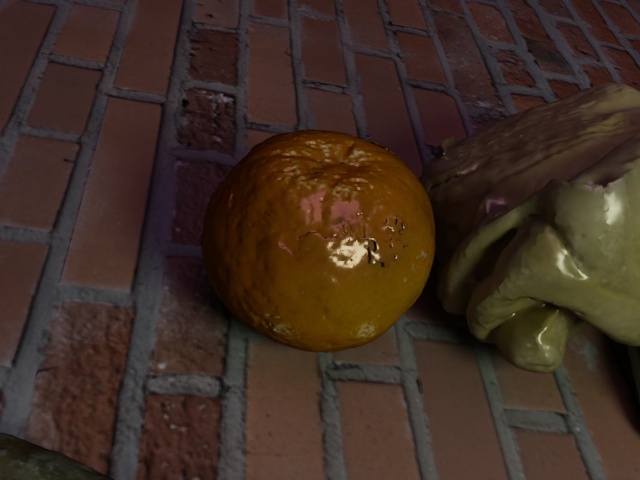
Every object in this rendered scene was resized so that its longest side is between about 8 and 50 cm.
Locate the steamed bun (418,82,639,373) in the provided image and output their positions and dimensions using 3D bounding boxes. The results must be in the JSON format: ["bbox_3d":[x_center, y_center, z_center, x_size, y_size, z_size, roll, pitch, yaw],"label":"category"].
[{"bbox_3d":[0.264,-0.017,0.773,0.324,0.230,0.372,-22,17,3],"label":"steamed bun"}]

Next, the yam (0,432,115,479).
[{"bbox_3d":[-0.131,0.222,0.466,0.330,0.133,0.133,25,41,15],"label":"yam"}]

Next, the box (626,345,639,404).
[{"bbox_3d":[0.519,0.116,0.846,0.373,0.090,0.367,17,41,-3],"label":"box"}]

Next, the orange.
[{"bbox_3d":[-0.001,-0.001,0.707,0.219,0.193,0.219,-5,23,2],"label":"orange"}]
